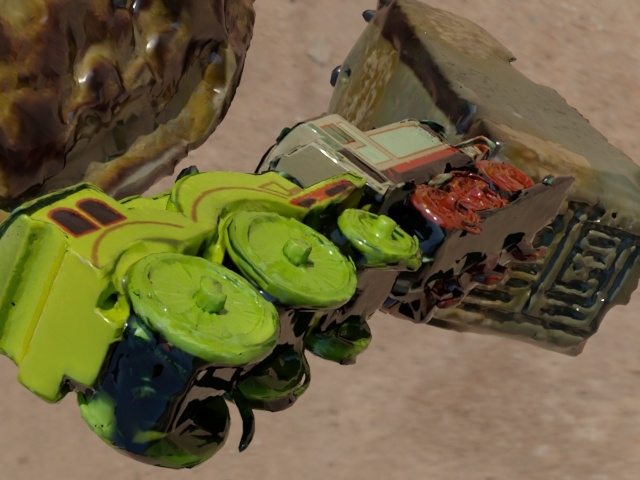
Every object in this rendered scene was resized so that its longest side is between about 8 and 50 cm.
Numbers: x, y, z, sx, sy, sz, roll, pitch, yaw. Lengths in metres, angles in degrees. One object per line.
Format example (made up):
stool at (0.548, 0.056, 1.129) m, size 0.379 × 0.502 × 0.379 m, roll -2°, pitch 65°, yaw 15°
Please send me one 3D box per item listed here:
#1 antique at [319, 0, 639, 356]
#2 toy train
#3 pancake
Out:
antique at (0.086, -0.057, 1.092) m, size 0.125 × 0.150 × 0.284 m, roll -61°, pitch 33°, yaw 21°
toy train at (0.000, 0.000, 0.509) m, size 0.085 × 0.250 × 0.053 m, roll 37°, pitch 116°, yaw 17°
pancake at (-0.100, -0.081, 0.583) m, size 0.056 × 0.257 × 0.212 m, roll -11°, pitch 79°, yaw 39°
